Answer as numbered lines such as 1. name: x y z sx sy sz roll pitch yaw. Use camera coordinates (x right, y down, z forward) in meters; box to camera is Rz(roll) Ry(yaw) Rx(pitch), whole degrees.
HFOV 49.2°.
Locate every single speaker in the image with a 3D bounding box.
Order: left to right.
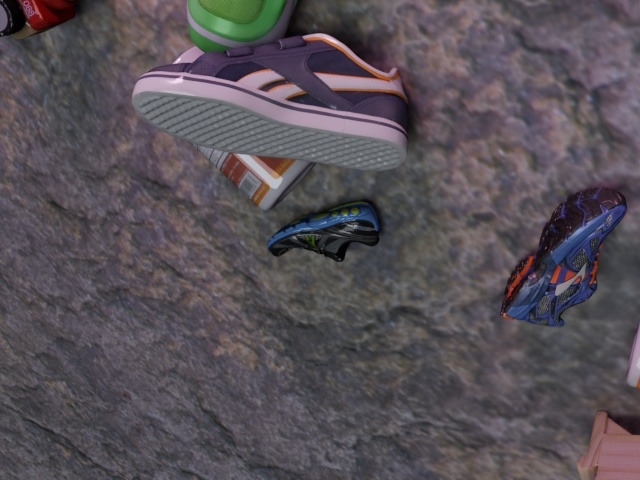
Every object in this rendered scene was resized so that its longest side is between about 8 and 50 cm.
1. speaker: -0.070 -0.355 0.785 0.131 0.131 0.297 29 129 11

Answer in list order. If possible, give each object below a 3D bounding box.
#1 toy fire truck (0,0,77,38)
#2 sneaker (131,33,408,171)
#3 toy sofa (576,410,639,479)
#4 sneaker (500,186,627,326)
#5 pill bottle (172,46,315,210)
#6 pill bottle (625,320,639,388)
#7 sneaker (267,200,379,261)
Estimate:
1. toy fire truck: -0.378 -0.406 0.929 0.246 0.158 0.217 -14 111 23
2. sneaker: -0.052 -0.172 0.827 0.321 0.128 0.126 10 160 -12
3. toy sofa: 0.510 0.318 0.837 0.362 0.177 0.150 -9 113 33
4. sneaker: 0.304 0.025 0.848 0.087 0.083 0.221 23 134 -1
5. pill bottle: -0.110 -0.153 0.937 0.216 0.121 0.121 44 130 0
6. pill bottle: 0.449 0.151 0.826 0.152 0.086 0.086 14 124 23
7. sneaker: 0.000 0.000 1.003 0.188 0.067 0.078 -13 105 32
